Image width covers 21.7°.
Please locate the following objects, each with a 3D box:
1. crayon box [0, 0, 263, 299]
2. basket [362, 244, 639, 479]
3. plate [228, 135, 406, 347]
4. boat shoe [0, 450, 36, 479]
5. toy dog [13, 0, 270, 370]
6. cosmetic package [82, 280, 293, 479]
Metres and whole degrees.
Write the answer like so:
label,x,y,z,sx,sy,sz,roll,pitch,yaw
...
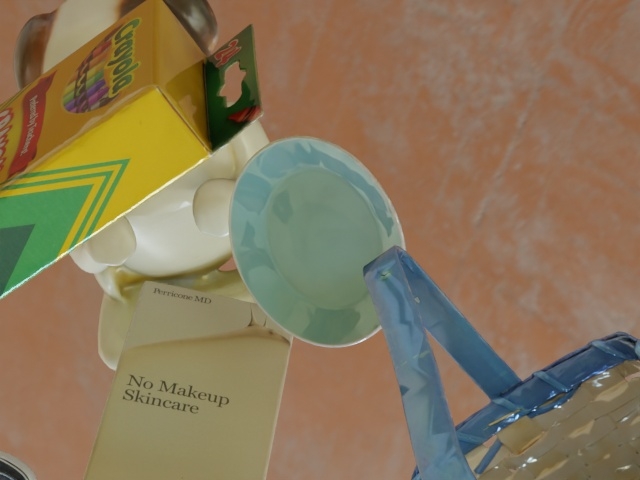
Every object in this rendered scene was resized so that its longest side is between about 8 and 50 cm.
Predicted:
label,x,y,z,sx,sy,sz,roll,pitch,yaw
crayon box,-0.198,-0.083,1.386,0.318,0.202,0.081,-33,116,11
basket,0.132,0.154,0.946,0.201,0.255,0.289,-33,116,12
plate,0.000,0.000,1.434,0.188,0.024,0.188,12,112,34
boat shoe,-0.433,0.283,1.973,0.183,0.083,0.065,16,110,2
toy dog,-0.176,-0.113,1.903,0.284,0.395,0.408,-9,139,10
cosmetic package,-0.123,0.191,1.520,0.160,0.309,0.113,11,132,-2
